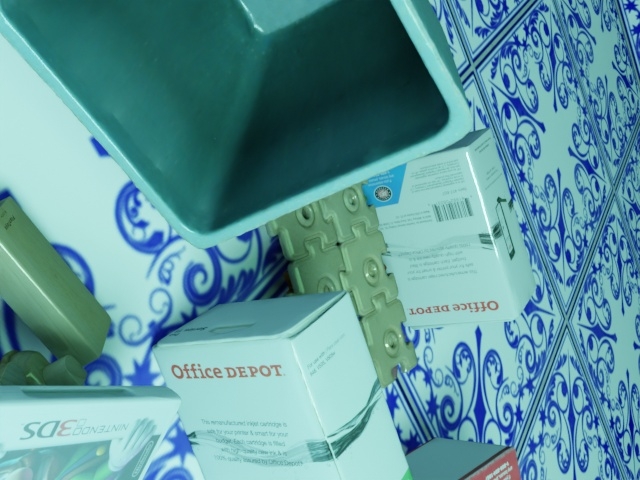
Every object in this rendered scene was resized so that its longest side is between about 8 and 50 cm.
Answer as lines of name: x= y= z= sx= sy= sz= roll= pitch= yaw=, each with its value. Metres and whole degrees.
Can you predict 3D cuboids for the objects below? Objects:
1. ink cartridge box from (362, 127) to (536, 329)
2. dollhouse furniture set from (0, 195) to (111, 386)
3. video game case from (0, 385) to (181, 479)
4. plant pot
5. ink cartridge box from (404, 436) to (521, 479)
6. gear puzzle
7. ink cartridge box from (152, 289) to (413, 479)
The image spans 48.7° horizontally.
ink cartridge box: x=0.146 y=-0.009 z=0.821 sx=0.086 sy=0.148 sz=0.203 roll=-37 pitch=112 yaw=-51
dollhouse furniture set: x=-0.230 y=0.064 z=0.426 sx=0.144 sy=0.123 sz=0.151 roll=59 pitch=8 yaw=-26
video game case: x=-0.169 y=0.166 z=0.380 sx=0.191 sy=0.022 sz=0.173 roll=-63 pitch=154 yaw=1
plant pot: x=-0.046 y=-0.195 z=0.553 sx=0.248 sy=0.247 sz=0.252 roll=53 pitch=29 yaw=-30
ink cartridge box: x=0.130 y=0.372 z=0.729 sx=0.197 sy=0.114 sz=0.273 roll=-13 pitch=93 yaw=-44
gear puzzle: x=0.000 y=0.000 z=0.727 sx=0.175 sy=0.044 sz=0.339 roll=-20 pitch=95 yaw=-50
ink cartridge box: x=-0.025 y=0.153 z=0.566 sx=0.087 sy=0.153 sz=0.209 roll=-34 pitch=110 yaw=-50
